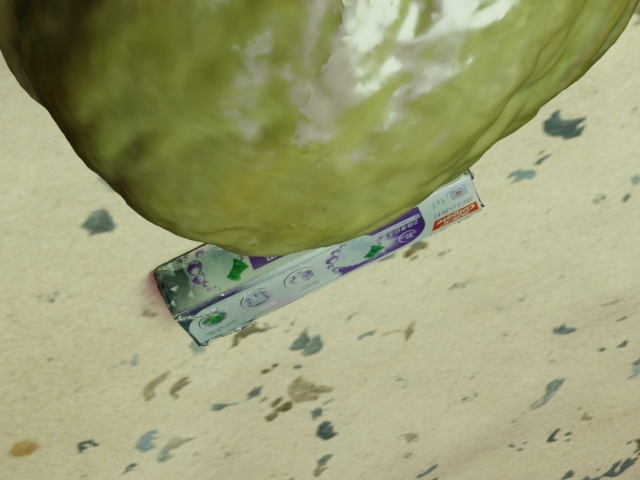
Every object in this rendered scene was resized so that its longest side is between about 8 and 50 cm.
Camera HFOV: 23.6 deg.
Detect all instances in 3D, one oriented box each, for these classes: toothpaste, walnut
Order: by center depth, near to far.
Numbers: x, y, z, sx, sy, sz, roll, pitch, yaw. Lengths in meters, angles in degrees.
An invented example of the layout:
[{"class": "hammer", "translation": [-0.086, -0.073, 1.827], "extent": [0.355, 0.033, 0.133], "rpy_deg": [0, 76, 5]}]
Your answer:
[{"class": "walnut", "translation": [0.007, -0.127, 0.575], "extent": [0.283, 0.227, 0.283], "rpy_deg": [-9, 134, -9]}, {"class": "toothpaste", "translation": [0.000, 0.000, 0.914], "extent": [0.196, 0.040, 0.047], "rpy_deg": [-26, 151, 3]}]
